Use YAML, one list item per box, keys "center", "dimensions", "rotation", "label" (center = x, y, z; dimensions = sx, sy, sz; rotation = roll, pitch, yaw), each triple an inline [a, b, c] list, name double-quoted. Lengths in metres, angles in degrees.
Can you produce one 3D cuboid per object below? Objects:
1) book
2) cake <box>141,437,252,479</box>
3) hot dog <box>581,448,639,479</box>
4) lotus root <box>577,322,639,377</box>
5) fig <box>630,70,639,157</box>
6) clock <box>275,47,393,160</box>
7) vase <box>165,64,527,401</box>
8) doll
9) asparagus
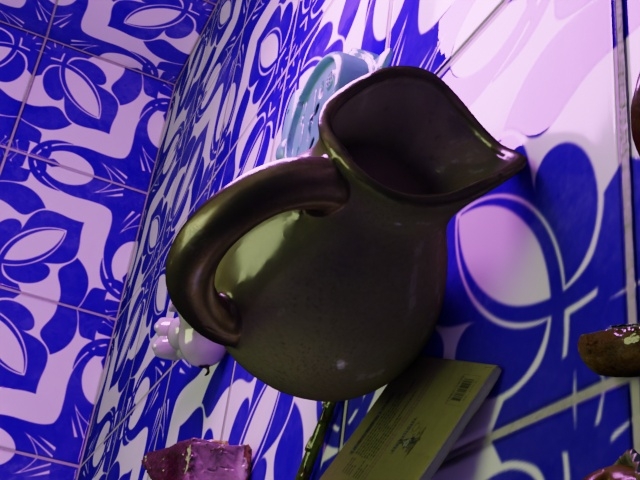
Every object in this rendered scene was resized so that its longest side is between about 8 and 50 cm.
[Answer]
- center: [0.075, 0.178, 0.897]
  dimensions: [0.168, 0.013, 0.192]
  rotation: [-53, 13, -14]
  label: "book"
- center: [-0.189, 0.346, 1.466]
  dimensions: [0.295, 0.116, 0.112]
  rotation: [-16, 54, 66]
  label: "cake"
- center: [0.148, 0.244, 0.596]
  dimensions: [0.162, 0.082, 0.270]
  rotation: [-93, 26, -52]
  label: "hot dog"
- center: [0.207, 0.076, 0.656]
  dimensions: [0.083, 0.037, 0.030]
  rotation: [148, 133, -63]
  label: "lotus root"
- center: [0.241, -0.098, 0.571]
  dimensions: [0.103, 0.109, 0.154]
  rotation: [-161, 70, -76]
  label: "fig"
- center: [0.021, -0.165, 1.367]
  dimensions: [0.274, 0.094, 0.223]
  rotation: [135, 147, -57]
  label: "clock"
- center: [0.000, 0.000, 0.906]
  dimensions: [0.241, 0.329, 0.302]
  rotation: [51, 126, 28]
  label: "vase"
- center: [-0.242, 0.132, 1.786]
  dimensions: [0.271, 0.144, 0.208]
  rotation: [-177, 95, -67]
  label: "doll"
- center: [-0.007, 0.247, 1.156]
  dimensions: [0.025, 0.024, 0.248]
  rotation: [26, 99, 29]
  label: "asparagus"
